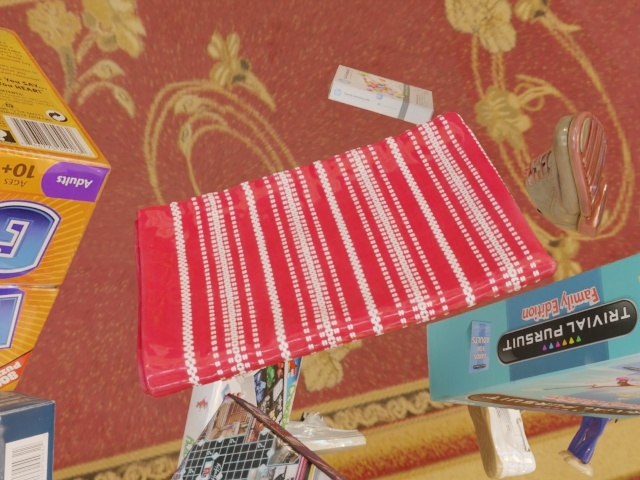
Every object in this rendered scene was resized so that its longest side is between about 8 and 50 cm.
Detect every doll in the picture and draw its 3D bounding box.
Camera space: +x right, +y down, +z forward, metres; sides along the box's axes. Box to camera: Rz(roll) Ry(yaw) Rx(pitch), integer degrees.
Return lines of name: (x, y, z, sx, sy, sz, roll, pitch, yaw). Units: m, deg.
doll: (0.371, 0.205, 1.095, 0.046, 0.129, 0.189, 29, 92, 5)

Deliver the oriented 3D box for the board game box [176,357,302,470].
board game box: (-0.132, 0.300, 1.380, 0.193, 0.053, 0.305, 1, 105, -49)

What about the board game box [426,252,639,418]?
board game box: (0.292, 0.090, 0.725, 0.254, 0.336, 0.079, 11, 68, -27)

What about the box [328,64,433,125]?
box: (0.113, -0.267, 1.564, 0.186, 0.145, 0.038, 15, 114, 0)

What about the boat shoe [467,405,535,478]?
boat shoe: (0.329, 0.304, 1.553, 0.096, 0.098, 0.277, 1, 51, -8)

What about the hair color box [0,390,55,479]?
hair color box: (-0.545, 0.296, 1.235, 0.347, 0.105, 0.173, 4, 92, 32)

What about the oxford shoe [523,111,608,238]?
oxford shoe: (0.381, -0.097, 1.352, 0.130, 0.348, 0.123, 13, 71, 23)

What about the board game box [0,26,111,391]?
board game box: (-0.536, -0.061, 1.023, 0.357, 0.356, 0.356, 5, 123, -44)

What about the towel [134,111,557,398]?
towel: (0.000, 0.000, 0.601, 0.275, 0.199, 0.031, -17, 128, 2)

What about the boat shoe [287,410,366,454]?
boat shoe: (-0.025, 0.358, 1.592, 0.228, 0.079, 0.081, 2, 67, -16)

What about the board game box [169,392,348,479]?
board game box: (-0.079, 0.271, 0.683, 0.165, 0.042, 0.243, 32, 87, 32)
